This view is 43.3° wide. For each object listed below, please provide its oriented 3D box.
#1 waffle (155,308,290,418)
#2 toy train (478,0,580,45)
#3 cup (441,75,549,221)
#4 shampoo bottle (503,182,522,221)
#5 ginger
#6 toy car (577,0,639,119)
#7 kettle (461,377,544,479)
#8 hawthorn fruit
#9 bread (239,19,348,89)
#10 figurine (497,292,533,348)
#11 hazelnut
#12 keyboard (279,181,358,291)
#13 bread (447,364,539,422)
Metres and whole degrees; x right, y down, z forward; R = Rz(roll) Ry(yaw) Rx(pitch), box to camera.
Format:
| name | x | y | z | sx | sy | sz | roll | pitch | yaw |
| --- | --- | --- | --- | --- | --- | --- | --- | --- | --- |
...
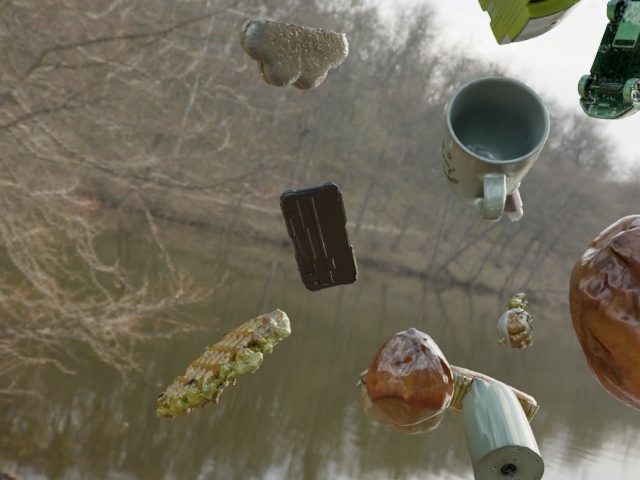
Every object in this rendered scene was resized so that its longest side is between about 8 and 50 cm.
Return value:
| name | x | y | z | sx | sy | sz | roll | pitch | yaw |
| --- | --- | --- | --- | --- | --- | --- | --- | --- | --- |
| waffle | -0.200 | 0.252 | 1.676 | 0.068 | 0.325 | 0.302 | 53 | 25 | -7 |
| toy train | 0.408 | -0.552 | 1.619 | 0.179 | 0.272 | 0.442 | -24 | -3 | 1 |
| cup | 0.318 | -0.140 | 1.538 | 0.186 | 0.258 | 0.234 | 4 | -25 | 3 |
| shampoo bottle | 0.460 | -0.136 | 1.995 | 0.074 | 0.074 | 0.192 | 16 | -37 | 48 |
| ginger | 0.192 | 0.366 | 1.862 | 0.267 | 0.138 | 0.152 | 21 | 36 | -40 |
| toy car | 0.664 | -0.392 | 1.712 | 0.125 | 0.306 | 0.136 | 16 | 3 | -39 |
| kettle | 0.443 | 0.494 | 1.977 | 0.240 | 0.165 | 0.255 | 58 | 12 | -26 |
| hawthorn fruit | 0.756 | 0.163 | 1.769 | 0.471 | 0.472 | 0.472 | 14 | 2 | 0 |
| bread | -0.077 | -0.530 | 2.319 | 0.337 | 0.183 | 0.102 | 1 | 14 | -32 |
| figurine | 0.387 | 0.154 | 1.595 | 0.068 | 0.143 | 0.101 | -12 | -43 | 27 |
| hazelnut | 0.169 | 0.266 | 1.574 | 0.182 | 0.182 | 0.182 | 14 | 2 | 0 |
| keyboard | 0.000 | 0.000 | 1.386 | 0.106 | 0.016 | 0.262 | -12 | -42 | 2 |
| bread | 0.448 | 0.437 | 2.227 | 0.288 | 0.119 | 0.152 | 22 | -9 | -15 |
